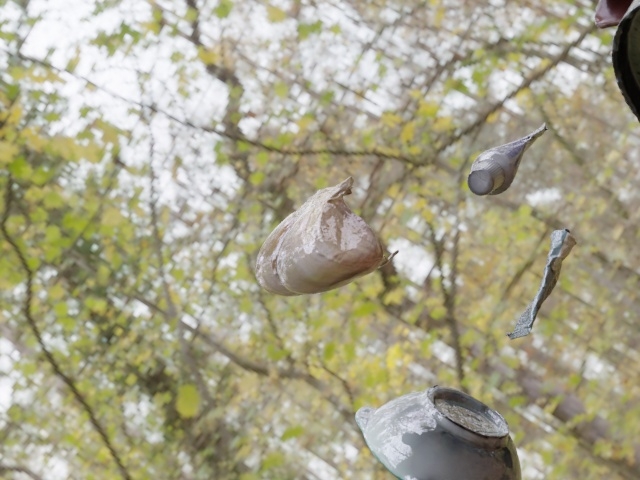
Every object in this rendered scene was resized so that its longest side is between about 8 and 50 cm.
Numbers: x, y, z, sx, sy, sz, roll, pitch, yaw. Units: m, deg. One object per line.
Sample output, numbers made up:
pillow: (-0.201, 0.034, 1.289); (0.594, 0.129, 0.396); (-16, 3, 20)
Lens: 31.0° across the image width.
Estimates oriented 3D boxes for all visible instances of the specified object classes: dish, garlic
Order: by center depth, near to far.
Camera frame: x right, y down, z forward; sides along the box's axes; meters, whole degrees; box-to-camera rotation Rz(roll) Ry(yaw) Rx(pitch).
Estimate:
garlic: (-0.002, 0.012, 1.161); (0.124, 0.099, 0.174); (-38, 7, -30)
dish: (0.149, 0.228, 1.300); (0.078, 0.224, 0.246); (-65, -7, 17)

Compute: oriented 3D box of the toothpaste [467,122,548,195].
toothpaste: (0.289, -0.122, 1.801); (0.282, 0.099, 0.068); (-36, -72, -62)

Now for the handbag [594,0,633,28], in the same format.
handbag: (0.523, -0.420, 1.628); (0.275, 0.084, 0.260); (-47, 21, -17)

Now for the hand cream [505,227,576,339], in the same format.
hand cream: (0.424, 0.079, 2.208); (0.248, 0.052, 0.075); (-59, -15, -21)

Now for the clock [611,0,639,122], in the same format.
clock: (0.456, -0.166, 1.225); (0.061, 0.312, 0.312); (-50, -22, -21)
